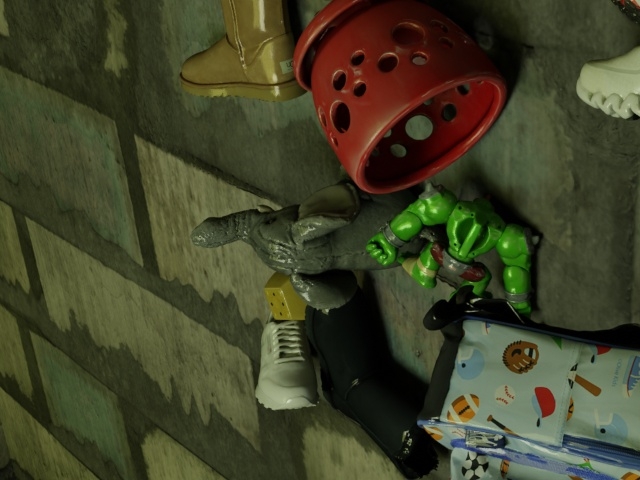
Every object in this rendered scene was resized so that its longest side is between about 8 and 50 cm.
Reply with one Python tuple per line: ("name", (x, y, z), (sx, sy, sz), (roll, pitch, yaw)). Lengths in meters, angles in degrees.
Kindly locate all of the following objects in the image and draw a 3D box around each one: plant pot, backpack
("plant pot", (0.078, -0.174, 1.291), (0.174, 0.191, 0.191), (59, 148, 21))
("backpack", (0.238, 0.167, 1.021), (0.263, 0.276, 0.213), (-1, 73, 29))
("plant pot", (-0.030, 0.074, 1.706), (0.081, 0.083, 0.082), (-5, 107, 56))

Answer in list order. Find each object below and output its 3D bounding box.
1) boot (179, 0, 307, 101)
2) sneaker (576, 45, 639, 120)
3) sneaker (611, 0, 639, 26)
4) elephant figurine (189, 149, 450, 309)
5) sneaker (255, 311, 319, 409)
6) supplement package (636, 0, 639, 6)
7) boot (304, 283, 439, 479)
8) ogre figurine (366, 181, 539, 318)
("boot", (-0.117, -0.325, 1.565), (0.236, 0.089, 0.270), (10, 120, 40))
("sneaker", (0.342, -0.161, 1.010), (0.292, 0.110, 0.118), (2, 101, 50))
("sneaker", (0.257, -0.285, 1.066), (0.092, 0.088, 0.225), (-41, 57, 13))
("elephant figurine", (0.000, 0.000, 1.465), (0.186, 0.239, 0.169), (-26, 89, 58))
("sneaker", (-0.050, 0.166, 1.727), (0.235, 0.090, 0.095), (-116, 28, -69))
("supplement package", (0.283, -0.307, 0.886), (0.194, 0.203, 0.149), (57, 147, 14))
("boot", (0.080, 0.184, 1.609), (0.207, 0.094, 0.247), (37, 146, 42))
("ogre figurine", (0.164, 0.011, 1.362), (0.197, 0.097, 0.118), (37, 123, 19))
